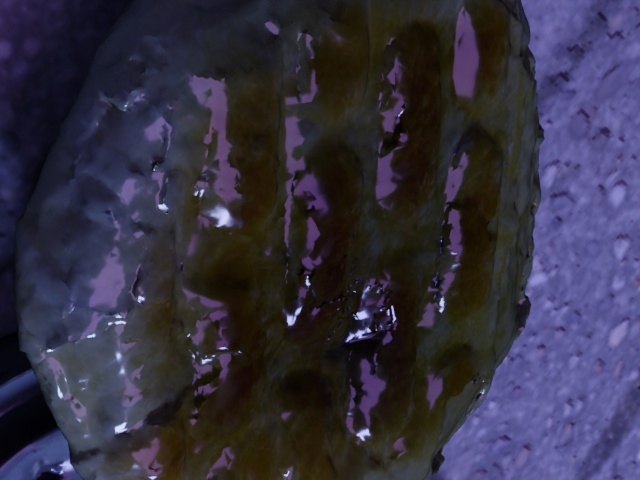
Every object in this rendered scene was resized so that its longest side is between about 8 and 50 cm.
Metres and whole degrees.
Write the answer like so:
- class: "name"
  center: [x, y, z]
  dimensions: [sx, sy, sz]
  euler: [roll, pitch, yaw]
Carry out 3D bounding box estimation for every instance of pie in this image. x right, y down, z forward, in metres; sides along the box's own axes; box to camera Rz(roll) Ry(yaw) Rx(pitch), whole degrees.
- class: "pie"
  center: [0.000, 0.000, 0.765]
  dimensions: [0.306, 0.071, 0.306]
  euler: [-12, 109, -37]

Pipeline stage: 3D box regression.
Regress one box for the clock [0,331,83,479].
- class: "clock"
  center: [-0.111, 0.135, 0.804]
  dimensions: [0.215, 0.042, 0.215]
  euler: [-15, 120, -29]
